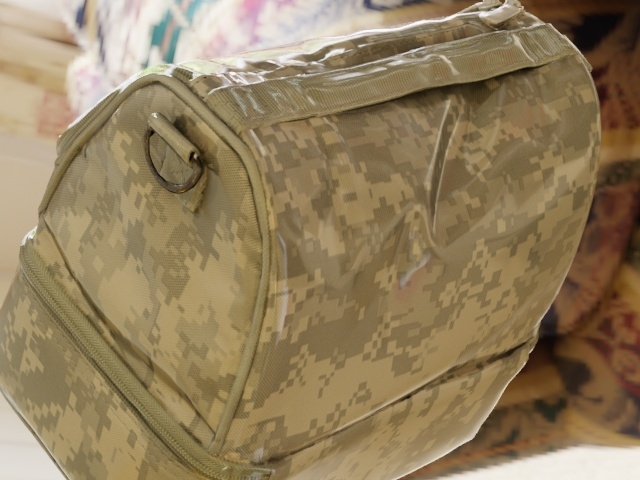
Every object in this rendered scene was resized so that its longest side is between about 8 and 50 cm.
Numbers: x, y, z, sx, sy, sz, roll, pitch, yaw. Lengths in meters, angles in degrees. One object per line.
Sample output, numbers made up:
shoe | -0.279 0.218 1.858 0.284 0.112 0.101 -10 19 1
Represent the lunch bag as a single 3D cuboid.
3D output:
lunch bag | 0.000 0.000 0.850 0.212 0.305 0.256 49 131 24
